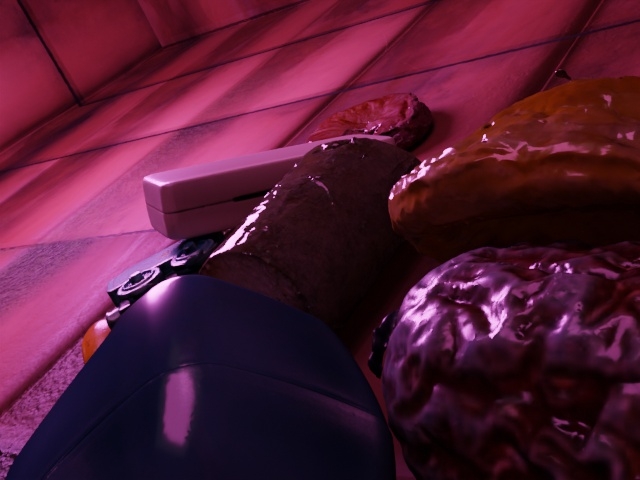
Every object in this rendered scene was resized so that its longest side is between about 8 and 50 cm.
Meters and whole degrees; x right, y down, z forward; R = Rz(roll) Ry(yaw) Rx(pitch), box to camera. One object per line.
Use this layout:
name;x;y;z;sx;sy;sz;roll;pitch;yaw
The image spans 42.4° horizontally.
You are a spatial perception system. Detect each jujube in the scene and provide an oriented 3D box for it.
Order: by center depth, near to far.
jujube;0.187;0.095;0.486;0.317;0.226;0.226;2;36;40

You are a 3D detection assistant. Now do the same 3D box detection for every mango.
mango;-0.286;0.141;1.083;0.060;0.046;0.089;-20;37;18

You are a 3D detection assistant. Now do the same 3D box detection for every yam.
yam;0.000;0.000;0.943;0.168;0.168;0.304;-5;33;39

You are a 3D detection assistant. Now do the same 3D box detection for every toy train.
toy train;-0.183;0.059;1.074;0.198;0.107;0.154;-29;16;-6

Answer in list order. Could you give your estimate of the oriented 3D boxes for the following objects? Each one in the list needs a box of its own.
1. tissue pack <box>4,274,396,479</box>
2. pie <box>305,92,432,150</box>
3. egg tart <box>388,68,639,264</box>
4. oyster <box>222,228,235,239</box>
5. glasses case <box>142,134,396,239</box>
tissue pack;-0.091;0.185;0.523;0.287;0.198;0.206;-49;32;21
pie;0.074;-0.178;1.353;0.218;0.054;0.204;-21;25;12
egg tart;0.213;-0.035;0.638;0.319;0.319;0.128;-2;68;43
oyster;-0.097;-0.030;1.234;0.146;0.045;0.121;-34;21;-34
glasses case;-0.065;-0.079;1.133;0.336;0.076;0.144;-14;13;-20
